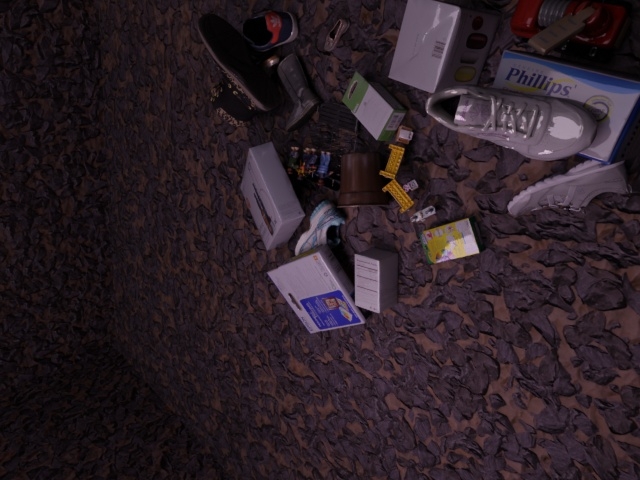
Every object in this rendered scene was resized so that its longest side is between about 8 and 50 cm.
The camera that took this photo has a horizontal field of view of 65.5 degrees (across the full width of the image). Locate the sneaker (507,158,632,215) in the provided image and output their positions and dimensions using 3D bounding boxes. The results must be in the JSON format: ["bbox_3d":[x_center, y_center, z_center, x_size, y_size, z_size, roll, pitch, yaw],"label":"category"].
[{"bbox_3d":[0.567,-0.104,1.155,0.281,0.105,0.115,-28,88,49],"label":"sneaker"}]

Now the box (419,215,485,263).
[{"bbox_3d":[0.373,0.003,1.433,0.179,0.043,0.105,-18,89,45],"label":"box"}]

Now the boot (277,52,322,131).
[{"bbox_3d":[-0.100,-0.514,1.744,0.189,0.076,0.209,-39,80,30],"label":"boot"}]

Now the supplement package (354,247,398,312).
[{"bbox_3d":[0.182,0.127,1.621,0.105,0.105,0.180,14,111,43],"label":"supplement package"}]

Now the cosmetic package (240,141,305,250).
[{"bbox_3d":[-0.187,-0.148,1.828,0.285,0.097,0.377,67,162,10],"label":"cosmetic package"}]

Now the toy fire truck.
[{"bbox_3d":[0.481,-0.445,1.020,0.217,0.246,0.159,33,114,35],"label":"toy fire truck"}]

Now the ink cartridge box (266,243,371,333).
[{"bbox_3d":[-0.009,0.186,1.804,0.307,0.072,0.304,-20,108,48],"label":"ink cartridge box"}]

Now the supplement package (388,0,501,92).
[{"bbox_3d":[0.307,-0.482,1.237,0.149,0.203,0.194,35,125,34],"label":"supplement package"}]

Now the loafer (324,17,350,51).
[{"bbox_3d":[0.043,-0.653,1.577,0.125,0.039,0.045,-44,71,44],"label":"loafer"}]

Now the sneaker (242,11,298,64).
[{"bbox_3d":[-0.241,-0.720,1.772,0.349,0.148,0.131,-12,93,47],"label":"sneaker"}]

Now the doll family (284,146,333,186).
[{"bbox_3d":[-0.039,-0.244,1.652,0.192,0.076,0.112,14,91,48],"label":"doll family"}]

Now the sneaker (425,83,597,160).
[{"bbox_3d":[0.330,-0.214,0.905,0.305,0.152,0.114,25,117,37],"label":"sneaker"}]

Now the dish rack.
[{"bbox_3d":[0.033,-0.319,1.665,0.208,0.074,0.272,27,120,37],"label":"dish rack"}]

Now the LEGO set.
[{"bbox_3d":[0.247,-0.189,1.492,0.132,0.107,0.287,-17,84,13],"label":"LEGO set"}]

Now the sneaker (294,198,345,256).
[{"bbox_3d":[0.000,0.000,1.773,0.122,0.110,0.283,42,129,25],"label":"sneaker"}]

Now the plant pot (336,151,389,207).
[{"bbox_3d":[0.131,-0.188,1.552,0.166,0.166,0.165,1,94,46],"label":"plant pot"}]

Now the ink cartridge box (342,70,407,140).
[{"bbox_3d":[0.160,-0.408,1.506,0.209,0.062,0.109,56,135,31],"label":"ink cartridge box"}]

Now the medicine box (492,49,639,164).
[{"bbox_3d":[0.525,-0.277,1.008,0.263,0.289,0.149,32,123,36],"label":"medicine box"}]

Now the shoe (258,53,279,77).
[{"bbox_3d":[-0.206,-0.612,1.834,0.058,0.076,0.219,52,144,-12],"label":"shoe"}]

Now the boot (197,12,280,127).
[{"bbox_3d":[-0.333,-0.591,1.801,0.377,0.138,0.284,47,153,-16],"label":"boot"}]
